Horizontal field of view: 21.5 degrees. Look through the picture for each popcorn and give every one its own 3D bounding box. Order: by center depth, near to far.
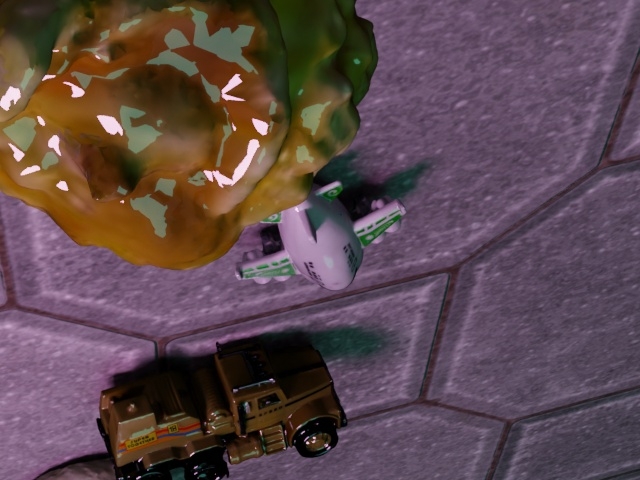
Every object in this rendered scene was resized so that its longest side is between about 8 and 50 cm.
[{"bbox_3d":[-0.124,-0.142,1.103,0.335,0.274,0.279,35,157,-28],"label":"popcorn"}]

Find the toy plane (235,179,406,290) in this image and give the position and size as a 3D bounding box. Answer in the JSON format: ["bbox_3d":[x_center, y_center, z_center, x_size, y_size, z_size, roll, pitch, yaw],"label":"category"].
[{"bbox_3d":[-0.001,-0.002,1.600,0.174,0.080,0.174,-16,153,-8],"label":"toy plane"}]

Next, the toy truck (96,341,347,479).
[{"bbox_3d":[-0.105,0.178,1.807,0.257,0.127,0.127,-12,136,-16],"label":"toy truck"}]

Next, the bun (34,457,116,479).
[{"bbox_3d":[-0.259,0.334,1.978,0.195,0.118,0.195,-12,149,-7],"label":"bun"}]
